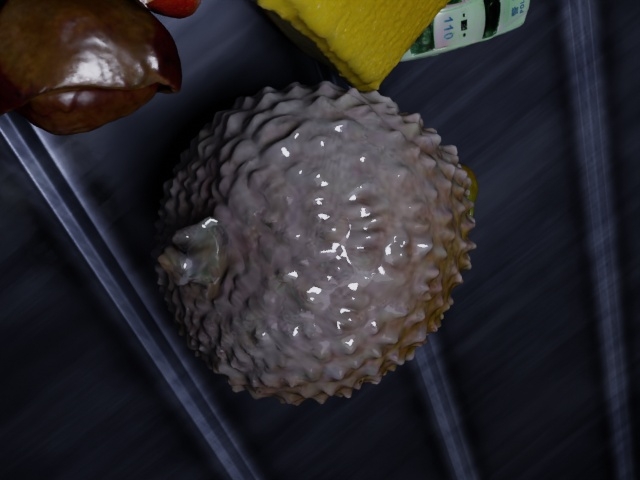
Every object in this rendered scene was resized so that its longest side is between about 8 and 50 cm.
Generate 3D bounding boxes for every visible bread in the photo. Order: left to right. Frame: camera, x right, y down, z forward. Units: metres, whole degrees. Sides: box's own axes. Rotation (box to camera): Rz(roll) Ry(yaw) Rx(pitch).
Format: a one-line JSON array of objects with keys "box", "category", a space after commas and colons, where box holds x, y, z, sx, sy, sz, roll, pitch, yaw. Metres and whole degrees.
[{"box": [0.062, -0.343, 0.826, 0.333, 0.143, 0.323, -49, 160, 5], "category": "bread"}]

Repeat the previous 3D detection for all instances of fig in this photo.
[{"box": [0.204, -0.070, 1.178, 0.082, 0.098, 0.084, 22, 97, -34], "category": "fig"}]

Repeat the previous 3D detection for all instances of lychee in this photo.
[{"box": [0.000, 0.000, 0.947, 0.432, 0.380, 0.380, -4, 124, -42], "category": "lychee"}]

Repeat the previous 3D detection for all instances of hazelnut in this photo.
[{"box": [-0.245, -0.185, 0.832, 0.201, 0.170, 0.160, 12, 116, -21], "category": "hazelnut"}]

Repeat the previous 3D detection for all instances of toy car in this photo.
[{"box": [0.183, -0.296, 1.034, 0.224, 0.076, 0.090, -19, 126, -14], "category": "toy car"}]

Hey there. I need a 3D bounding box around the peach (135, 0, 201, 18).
[{"box": [-0.193, -0.345, 0.757, 0.154, 0.159, 0.267, -43, 122, 17], "category": "peach"}]
